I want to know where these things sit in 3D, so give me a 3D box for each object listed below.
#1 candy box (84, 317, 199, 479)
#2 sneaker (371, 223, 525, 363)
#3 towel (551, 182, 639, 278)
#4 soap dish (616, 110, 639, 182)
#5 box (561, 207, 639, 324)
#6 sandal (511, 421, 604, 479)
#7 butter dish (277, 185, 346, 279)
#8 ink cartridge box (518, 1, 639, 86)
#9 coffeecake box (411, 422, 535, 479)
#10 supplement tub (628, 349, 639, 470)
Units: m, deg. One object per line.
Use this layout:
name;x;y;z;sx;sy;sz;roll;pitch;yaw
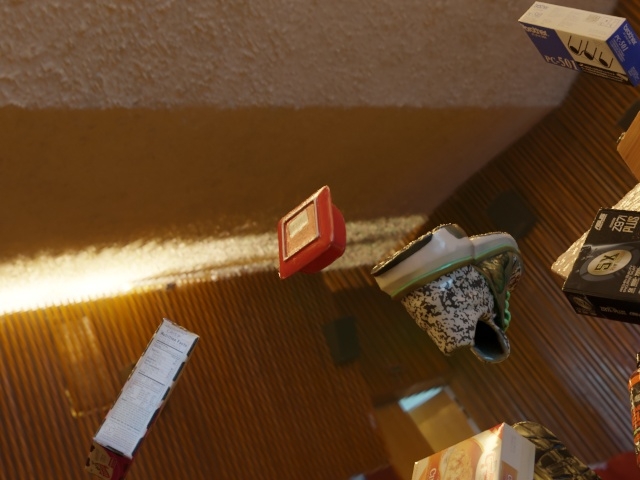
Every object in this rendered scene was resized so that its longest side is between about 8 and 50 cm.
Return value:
candy box;-0.289;0.261;1.412;0.233;0.071;0.159;-63;3;-36
sneaker;0.211;0.095;1.248;0.158;0.182;0.410;-30;-16;25
towel;0.612;-0.027;1.720;0.332;0.053;0.317;-45;-1;5
soap dish;0.637;-0.252;1.491;0.229;0.118;0.290;-35;-26;-48
box;0.515;0.042;1.462;0.077;0.147;0.180;49;-117;-37
sandal;0.452;0.463;1.630;0.120;0.302;0.086;-7;-57;-20
butter dish;0.000;0.000;1.744;0.118;0.159;0.160;27;-48;-34
ink cartridge box;0.392;-0.295;1.299;0.046;0.207;0.097;-47;-58;-1
coffeecake box;0.208;0.359;1.228;0.068;0.142;0.185;37;-48;-17
supplement tub;0.536;0.263;1.352;0.106;0.197;0.106;5;-37;4
